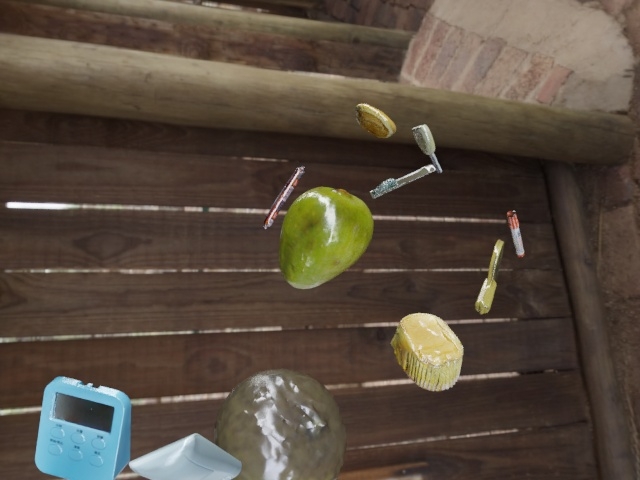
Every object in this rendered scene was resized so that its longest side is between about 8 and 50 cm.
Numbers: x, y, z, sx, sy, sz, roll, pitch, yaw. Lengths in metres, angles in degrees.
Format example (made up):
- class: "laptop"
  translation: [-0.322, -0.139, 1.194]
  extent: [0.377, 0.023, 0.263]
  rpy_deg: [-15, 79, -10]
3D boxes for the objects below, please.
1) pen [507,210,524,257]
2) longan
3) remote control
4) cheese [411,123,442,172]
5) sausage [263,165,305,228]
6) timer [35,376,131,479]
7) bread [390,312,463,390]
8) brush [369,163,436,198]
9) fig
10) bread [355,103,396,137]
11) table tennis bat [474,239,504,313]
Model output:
- class: "pen"
  translation: [0.587, -0.016, 1.609]
  extent: [0.239, 0.028, 0.028]
  rpy_deg: [52, -161, -50]
- class: "longan"
  translation: [-0.121, 0.562, 1.539]
  extent: [0.391, 0.391, 0.391]
  rpy_deg: [-179, 90, -72]
- class: "remote control"
  translation: [-0.213, 0.384, 0.899]
  extent: [0.293, 0.103, 0.051]
  rpy_deg: [75, 171, -60]
- class: "cheese"
  translation: [0.398, -0.334, 1.970]
  extent: [0.192, 0.037, 0.097]
  rpy_deg: [62, 171, -13]
- class: "sausage"
  translation: [-0.096, -0.116, 1.417]
  extent: [0.025, 0.028, 0.198]
  rpy_deg: [20, 76, 49]
- class: "timer"
  translation: [-0.620, 0.496, 1.402]
  extent: [0.091, 0.232, 0.250]
  rpy_deg: [-51, -30, -72]
- class: "bread"
  translation: [0.331, 0.348, 1.670]
  extent: [0.250, 0.179, 0.133]
  rpy_deg: [-125, 29, -53]
- class: "brush"
  translation: [0.223, -0.169, 1.471]
  extent: [0.034, 0.190, 0.027]
  rpy_deg: [-107, -9, -49]
- class: "fig"
  translation: [0.000, 0.000, 1.571]
  extent: [0.326, 0.258, 0.258]
  rpy_deg: [-57, 27, 14]
- class: "bread"
  translation: [0.120, -0.264, 1.191]
  extent: [0.024, 0.110, 0.110]
  rpy_deg: [-57, 16, -7]
- class: "table tennis bat"
  translation: [0.594, 0.132, 1.868]
  extent: [0.321, 0.050, 0.198]
  rpy_deg: [-56, -30, -42]
